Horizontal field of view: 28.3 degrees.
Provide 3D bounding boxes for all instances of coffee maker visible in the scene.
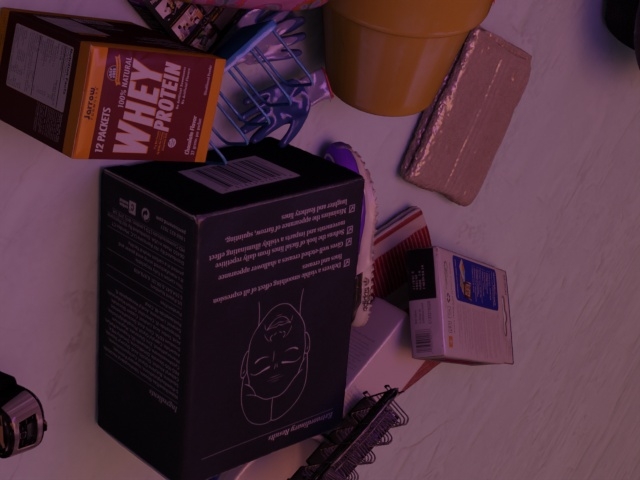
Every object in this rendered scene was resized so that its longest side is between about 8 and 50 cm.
[{"bbox_3d":[-0.453,0.226,1.545,0.178,0.171,0.120,-31,155,-58],"label":"coffee maker"}]

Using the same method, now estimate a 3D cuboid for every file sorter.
[{"bbox_3d":[-0.111,-0.188,1.640,0.170,0.118,0.104,-44,108,-13],"label":"file sorter"}]

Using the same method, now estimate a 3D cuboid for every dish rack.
[{"bbox_3d":[0.046,0.306,1.865,0.208,0.074,0.271,-48,179,-15],"label":"dish rack"}]

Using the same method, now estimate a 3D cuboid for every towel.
[{"bbox_3d":[0.106,0.126,2.126,0.237,0.037,0.329,-33,129,-27],"label":"towel"},{"bbox_3d":[0.240,-0.206,2.084,0.187,0.049,0.282,19,97,-47],"label":"towel"}]

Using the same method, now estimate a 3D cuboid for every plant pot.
[{"bbox_3d":[0.105,-0.315,1.765,0.254,0.254,0.239,-26,142,-34],"label":"plant pot"}]

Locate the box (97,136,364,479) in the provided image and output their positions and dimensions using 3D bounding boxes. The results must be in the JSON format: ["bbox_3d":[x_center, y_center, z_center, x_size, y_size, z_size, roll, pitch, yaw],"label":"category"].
[{"bbox_3d":[-0.126,0.089,1.741,0.293,0.212,0.395,-15,119,-41],"label":"box"}]

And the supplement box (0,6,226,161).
[{"bbox_3d":[-0.253,-0.182,1.489,0.191,0.194,0.129,-2,111,-44],"label":"supplement box"}]

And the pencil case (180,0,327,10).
[{"bbox_3d":[-0.102,-0.348,1.553,0.284,0.124,0.124,-7,114,-42],"label":"pencil case"}]

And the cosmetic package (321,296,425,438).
[{"bbox_3d":[0.068,0.219,2.054,0.231,0.085,0.117,-50,134,-14],"label":"cosmetic package"}]

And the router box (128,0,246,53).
[{"bbox_3d":[-0.150,-0.332,1.629,0.179,0.046,0.133,-52,137,-13],"label":"router box"}]

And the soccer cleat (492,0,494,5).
[{"bbox_3d":[0.251,-0.401,2.012,0.035,0.029,0.083,-43,132,-9],"label":"soccer cleat"}]

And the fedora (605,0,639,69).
[{"bbox_3d":[0.625,-0.424,2.279,0.334,0.152,0.334,-22,124,-37],"label":"fedora"}]

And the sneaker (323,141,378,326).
[{"bbox_3d":[0.000,0.001,1.908,0.146,0.102,0.293,-6,105,-20],"label":"sneaker"}]

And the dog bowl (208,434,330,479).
[{"bbox_3d":[-0.096,0.402,2.008,0.265,0.104,0.265,-22,124,-36],"label":"dog bowl"}]

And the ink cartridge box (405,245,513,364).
[{"bbox_3d":[0.242,0.119,2.145,0.371,0.069,0.175,15,69,-62],"label":"ink cartridge box"}]

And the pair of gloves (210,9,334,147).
[{"bbox_3d":[-0.066,-0.229,1.747,0.159,0.023,0.198,-30,110,-25],"label":"pair of gloves"}]
